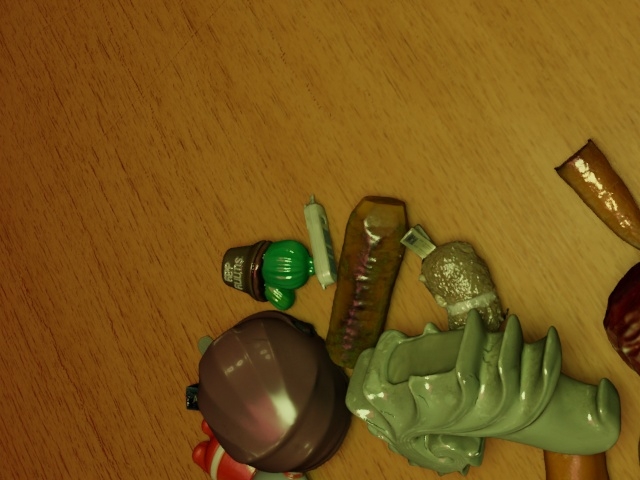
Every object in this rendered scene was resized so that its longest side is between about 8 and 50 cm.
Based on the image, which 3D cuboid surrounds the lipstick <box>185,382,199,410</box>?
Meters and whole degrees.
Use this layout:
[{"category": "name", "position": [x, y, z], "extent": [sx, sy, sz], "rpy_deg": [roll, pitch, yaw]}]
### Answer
[{"category": "lipstick", "position": [-0.131, 0.326, 1.336], "extent": [0.312, 0.051, 0.051], "rpy_deg": [-1, 87, 25]}]

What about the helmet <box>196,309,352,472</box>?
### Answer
[{"category": "helmet", "position": [-0.111, 0.271, 1.210], "extent": [0.271, 0.197, 0.338], "rpy_deg": [-45, 65, 7]}]

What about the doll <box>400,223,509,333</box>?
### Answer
[{"category": "doll", "position": [0.226, 0.064, 1.106], "extent": [0.115, 0.105, 0.221], "rpy_deg": [-43, 70, 34]}]

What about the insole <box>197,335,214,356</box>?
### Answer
[{"category": "insole", "position": [-0.209, 0.288, 1.404], "extent": [0.064, 0.004, 0.188], "rpy_deg": [-35, 77, 24]}]

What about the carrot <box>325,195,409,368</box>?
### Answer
[{"category": "carrot", "position": [0.083, 0.072, 1.180], "extent": [0.114, 0.114, 0.302], "rpy_deg": [18, 104, 26]}]

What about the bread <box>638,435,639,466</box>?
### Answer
[{"category": "bread", "position": [0.583, 0.325, 0.913], "extent": [0.270, 0.148, 0.270], "rpy_deg": [1, 92, 31]}]

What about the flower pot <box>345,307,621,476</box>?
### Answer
[{"category": "flower pot", "position": [0.238, 0.235, 1.014], "extent": [0.367, 0.164, 0.254], "rpy_deg": [-25, 118, 40]}]

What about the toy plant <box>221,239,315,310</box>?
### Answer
[{"category": "toy plant", "position": [-0.089, 0.065, 1.275], "extent": [0.200, 0.105, 0.143], "rpy_deg": [7, 102, 16]}]

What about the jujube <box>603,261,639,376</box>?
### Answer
[{"category": "jujube", "position": [0.557, 0.070, 0.881], "extent": [0.342, 0.216, 0.216], "rpy_deg": [-38, 76, 13]}]

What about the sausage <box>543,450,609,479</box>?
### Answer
[{"category": "sausage", "position": [0.405, 0.392, 1.042], "extent": [0.098, 0.098, 0.238], "rpy_deg": [-8, 88, 28]}]

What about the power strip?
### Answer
[{"category": "power strip", "position": [0.000, 0.000, 1.231], "extent": [0.030, 0.047, 0.191], "rpy_deg": [-18, 67, 20]}]

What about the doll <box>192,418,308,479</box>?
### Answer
[{"category": "doll", "position": [-0.120, 0.475, 1.322], "extent": [0.336, 0.105, 0.200], "rpy_deg": [26, 104, 32]}]

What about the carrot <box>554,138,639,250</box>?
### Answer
[{"category": "carrot", "position": [0.447, -0.056, 1.004], "extent": [0.072, 0.072, 0.205], "rpy_deg": [-42, 76, 23]}]
